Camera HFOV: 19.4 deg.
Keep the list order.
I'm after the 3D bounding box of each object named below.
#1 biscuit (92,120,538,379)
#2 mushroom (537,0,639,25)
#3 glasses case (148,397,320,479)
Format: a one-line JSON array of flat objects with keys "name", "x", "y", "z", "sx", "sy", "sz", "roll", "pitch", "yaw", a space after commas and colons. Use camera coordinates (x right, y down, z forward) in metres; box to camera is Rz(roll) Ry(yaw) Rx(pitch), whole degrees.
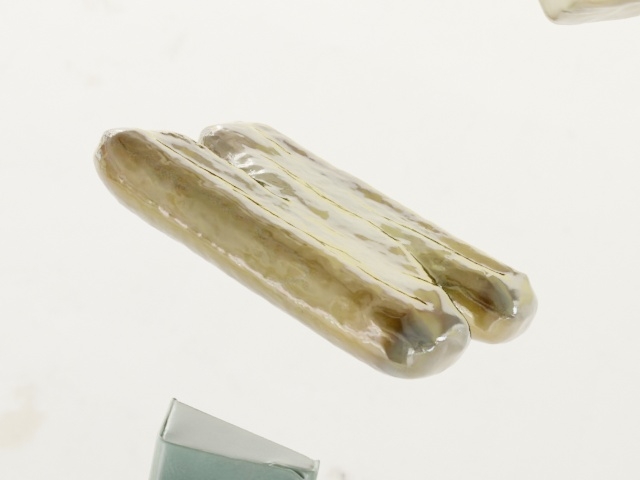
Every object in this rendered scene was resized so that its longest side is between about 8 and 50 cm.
[{"name": "biscuit", "x": 0.000, "y": 0.000, "z": 1.324, "sx": 0.290, "sy": 0.062, "sz": 0.237, "roll": 32, "pitch": -162, "yaw": 18}, {"name": "mushroom", "x": 0.052, "y": -0.262, "z": 0.710, "sx": 0.325, "sy": 0.353, "sz": 0.353, "roll": 3, "pitch": -154, "yaw": -43}, {"name": "glasses case", "x": -0.077, "y": 0.232, "z": 1.050, "sx": 0.105, "sy": 0.266, "sz": 0.056, "roll": 20, "pitch": -160, "yaw": 25}]
